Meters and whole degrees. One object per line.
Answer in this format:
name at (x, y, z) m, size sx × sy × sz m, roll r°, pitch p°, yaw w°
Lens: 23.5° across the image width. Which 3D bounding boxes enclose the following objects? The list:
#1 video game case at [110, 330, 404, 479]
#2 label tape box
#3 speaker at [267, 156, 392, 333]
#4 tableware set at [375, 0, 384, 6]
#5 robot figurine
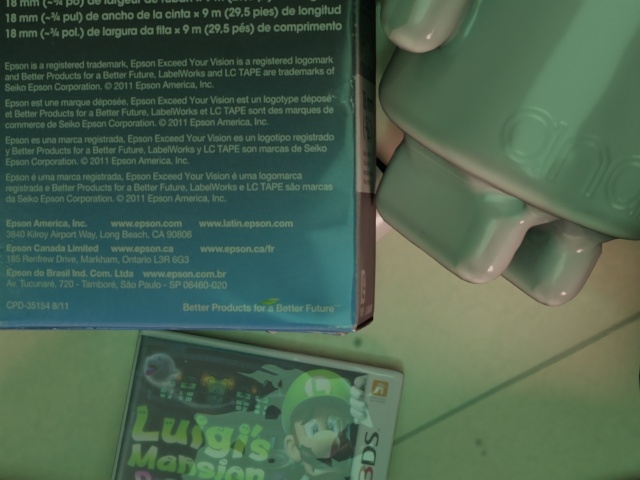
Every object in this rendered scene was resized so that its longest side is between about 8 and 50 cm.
video game case at (-0.048, 0.161, 1.072) m, size 0.190 × 0.022 × 0.173 m, roll 10°, pitch 81°, yaw 0°
label tape box at (-0.086, -0.111, 0.980) m, size 0.240 × 0.106 × 0.334 m, roll 1°, pitch 92°, yaw 10°
speaker at (0.000, 0.000, 1.049) m, size 0.136 × 0.055 × 0.055 m, roll -42°, pitch 98°, yaw 9°
tableware set at (-0.028, -0.203, 1.025) m, size 0.168 × 0.020 × 0.141 m, roll -11°, pitch 101°, yaw 5°
robot figurine at (0.168, -0.140, 0.940) m, size 0.300 × 0.200 × 0.353 m, roll 14°, pitch 107°, yaw -43°
